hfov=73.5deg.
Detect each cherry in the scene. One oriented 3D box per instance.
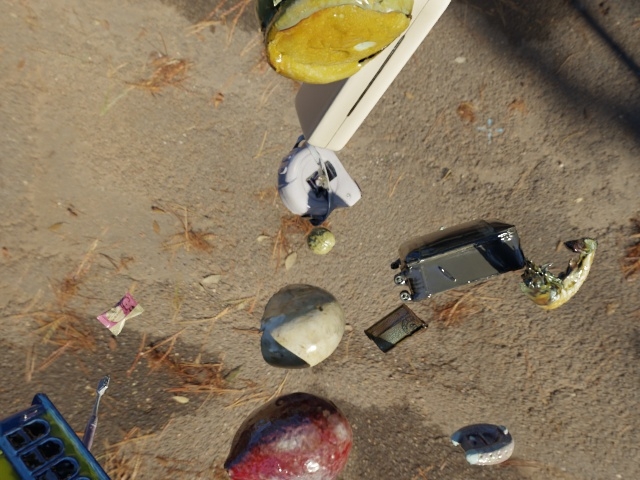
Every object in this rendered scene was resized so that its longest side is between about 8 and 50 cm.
[{"bbox_3d":[-0.063,0.440,0.921,0.301,0.230,0.202,4,50,-32],"label":"cherry"}]

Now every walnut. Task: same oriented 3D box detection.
[{"bbox_3d":[0.000,0.000,1.331,0.092,0.092,0.091,0,75,-2],"label":"walnut"}]

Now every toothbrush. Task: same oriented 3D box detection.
[{"bbox_3d":[-0.570,0.466,1.070,0.024,0.354,0.029,37,102,-27],"label":"toothbrush"}]

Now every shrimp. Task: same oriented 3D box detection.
[{"bbox_3d":[0.727,0.091,1.303,0.271,0.445,0.085,-58,45,16],"label":"shrimp"}]

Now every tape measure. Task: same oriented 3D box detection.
[{"bbox_3d":[-0.019,-0.154,1.141,0.197,0.120,0.236,-46,113,-26],"label":"tape measure"}]

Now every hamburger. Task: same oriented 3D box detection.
[{"bbox_3d":[0.010,-0.259,0.467,0.177,0.186,0.113,-8,84,25],"label":"hamburger"}]

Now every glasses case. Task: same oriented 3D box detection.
[{"bbox_3d":[0.070,-0.317,0.732,0.076,0.336,0.143,8,51,-32],"label":"glasses case"}]

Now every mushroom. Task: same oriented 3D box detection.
[{"bbox_3d":[-0.029,0.228,1.100,0.189,0.253,0.194,0,119,22],"label":"mushroom"}]

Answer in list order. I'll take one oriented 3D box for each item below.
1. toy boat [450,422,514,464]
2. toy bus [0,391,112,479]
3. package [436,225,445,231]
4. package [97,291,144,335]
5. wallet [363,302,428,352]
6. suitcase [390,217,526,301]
[{"bbox_3d":[0.577,0.697,1.502,0.228,0.155,0.084,3,105,-21],"label":"toy boat"},{"bbox_3d":[-0.359,0.359,0.537,0.288,0.175,0.138,40,120,17],"label":"toy bus"},{"bbox_3d":[0.457,-0.017,1.713,0.037,0.015,0.110,41,119,-11],"label":"package"},{"bbox_3d":[-0.431,0.159,0.932,0.059,0.029,0.083,56,50,-20],"label":"package"},{"bbox_3d":[0.289,0.348,1.675,0.133,0.243,0.039,45,38,0],"label":"wallet"},{"bbox_3d":[0.456,0.055,1.467,0.435,0.283,0.193,-17,97,9],"label":"suitcase"}]
